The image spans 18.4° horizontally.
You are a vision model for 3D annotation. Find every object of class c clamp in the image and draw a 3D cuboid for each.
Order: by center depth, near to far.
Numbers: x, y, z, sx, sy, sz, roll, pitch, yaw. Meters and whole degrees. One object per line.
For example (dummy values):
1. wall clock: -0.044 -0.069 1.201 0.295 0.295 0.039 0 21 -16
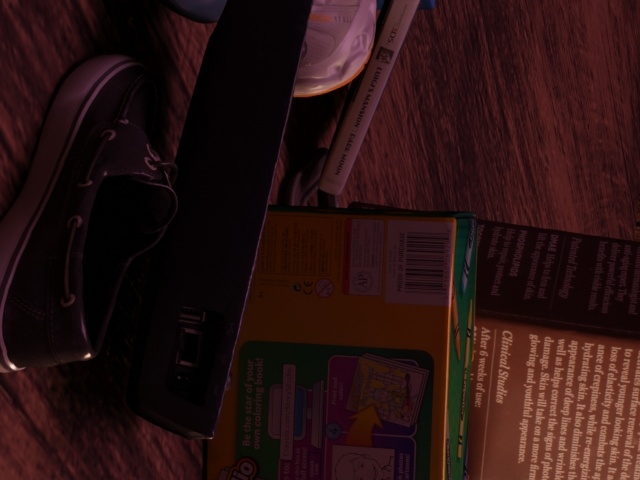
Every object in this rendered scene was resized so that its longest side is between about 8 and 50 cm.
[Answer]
1. c clamp: 0.000 0.000 1.518 0.160 0.022 0.137 -36 127 -71

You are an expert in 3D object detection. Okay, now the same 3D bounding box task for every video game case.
1. video game case: 0.048 -0.147 1.503 0.190 0.022 0.173 -72 -176 -62

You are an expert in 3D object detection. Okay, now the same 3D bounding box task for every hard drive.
1. hard drive: -0.059 -0.016 1.117 0.172 0.054 0.255 145 -42 -80

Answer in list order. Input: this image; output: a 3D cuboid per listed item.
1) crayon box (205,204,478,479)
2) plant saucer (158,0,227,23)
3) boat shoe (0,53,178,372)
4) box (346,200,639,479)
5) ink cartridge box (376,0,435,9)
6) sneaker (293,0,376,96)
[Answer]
1. crayon box: 0.013 0.117 1.317 0.081 0.165 0.279 -3 95 -74
2. plant saucer: -0.084 -0.285 1.142 0.317 0.043 0.318 2 90 -74
3. boat shoe: -0.111 -0.018 1.017 0.228 0.076 0.080 -67 155 -51
4. box: 0.187 0.103 1.490 0.143 0.381 0.191 -65 162 -55
5. ink cartridge box: 0.056 -0.279 1.608 0.180 0.060 0.104 63 34 -60
6. sneaker: 0.004 -0.237 1.373 0.121 0.099 0.262 59 35 -56
